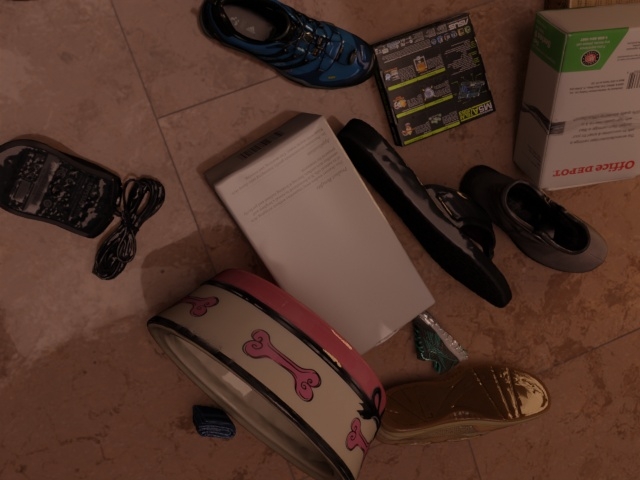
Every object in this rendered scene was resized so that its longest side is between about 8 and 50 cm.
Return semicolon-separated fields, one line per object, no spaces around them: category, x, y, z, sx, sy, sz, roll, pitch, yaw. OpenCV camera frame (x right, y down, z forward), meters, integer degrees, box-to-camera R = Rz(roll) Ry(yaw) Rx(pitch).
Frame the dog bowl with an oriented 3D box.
dog bowl;-0.072;0.209;1.249;0.408;0.408;0.150;48;68;-18

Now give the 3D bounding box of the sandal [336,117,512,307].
sandal;0.212;-0.054;1.378;0.107;0.167;0.446;-45;108;-9

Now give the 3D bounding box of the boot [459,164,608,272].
boot;0.414;-0.011;1.405;0.338;0.223;0.118;25;96;-18

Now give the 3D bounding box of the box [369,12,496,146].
box;0.196;-0.282;1.390;0.191;0.045;0.184;-22;108;-9

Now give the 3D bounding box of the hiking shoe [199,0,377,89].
hiking shoe;-0.046;-0.315;1.269;0.304;0.132;0.113;14;98;-14

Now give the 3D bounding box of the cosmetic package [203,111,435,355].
cosmetic package;0.000;0.000;1.339;0.217;0.156;0.385;-32;108;-6

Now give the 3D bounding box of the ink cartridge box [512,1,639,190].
ink cartridge box;0.469;-0.249;1.379;0.211;0.121;0.289;-8;126;-13

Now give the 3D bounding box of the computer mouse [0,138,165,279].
computer mouse;-0.406;-0.068;1.268;0.272;0.072;0.188;30;91;-30

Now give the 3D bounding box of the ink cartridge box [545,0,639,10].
ink cartridge box;0.507;-0.480;1.408;0.193;0.088;0.234;-2;101;-16

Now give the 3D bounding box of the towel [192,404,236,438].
towel;-0.185;0.314;1.372;0.067;0.119;0.029;10;89;-16

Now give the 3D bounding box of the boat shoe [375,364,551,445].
boat shoe;0.264;0.319;1.503;0.341;0.121;0.110;-4;142;-9

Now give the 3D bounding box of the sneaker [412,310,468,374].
sneaker;0.202;0.188;1.478;0.076;0.065;0.166;-44;107;1
